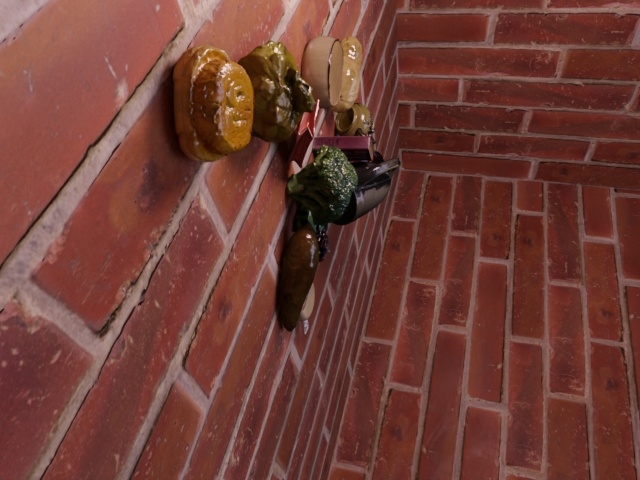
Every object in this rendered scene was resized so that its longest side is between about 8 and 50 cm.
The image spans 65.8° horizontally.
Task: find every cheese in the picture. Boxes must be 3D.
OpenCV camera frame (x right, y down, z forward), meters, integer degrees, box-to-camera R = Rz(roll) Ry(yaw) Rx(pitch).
[{"bbox_3d":[-0.063,0.255,1.951,0.249,0.070,0.164,73,30,-55],"label":"cheese"}]

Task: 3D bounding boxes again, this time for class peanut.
[{"bbox_3d":[0.102,-0.674,2.002,0.147,0.147,0.319,30,71,-73],"label":"peanut"}]

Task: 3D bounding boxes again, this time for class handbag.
[{"bbox_3d":[-0.055,-0.342,1.581,0.212,0.059,0.158,127,-25,-67],"label":"handbag"}]

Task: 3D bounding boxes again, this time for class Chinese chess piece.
[{"bbox_3d":[0.013,-0.603,1.779,0.249,0.102,0.250,7,90,-76],"label":"Chinese chess piece"}]

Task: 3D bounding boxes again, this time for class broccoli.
[{"bbox_3d":[0.009,-0.192,1.707,0.269,0.241,0.262,66,26,-69],"label":"broccoli"}]

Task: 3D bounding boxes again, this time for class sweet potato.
[{"bbox_3d":[-0.084,0.144,1.743,0.130,0.130,0.423,-33,135,-70],"label":"sweet potato"}]

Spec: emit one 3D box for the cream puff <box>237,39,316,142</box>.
[{"bbox_3d":[-0.103,-0.391,1.306,0.282,0.185,0.282,11,90,-75],"label":"cream puff"}]

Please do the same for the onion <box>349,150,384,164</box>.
[{"bbox_3d":[0.174,-0.336,2.280,0.281,0.221,0.281,39,35,-33],"label":"onion"}]

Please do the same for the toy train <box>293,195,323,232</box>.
[{"bbox_3d":[-0.038,-0.116,1.856,0.132,0.083,0.200,12,80,-66],"label":"toy train"}]

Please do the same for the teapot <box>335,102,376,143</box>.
[{"bbox_3d":[0.176,-0.505,2.198,0.182,0.269,0.173,12,125,-41],"label":"teapot"}]

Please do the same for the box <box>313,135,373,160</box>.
[{"bbox_3d":[0.092,-0.360,1.942,0.120,0.223,0.069,53,41,-71],"label":"box"}]

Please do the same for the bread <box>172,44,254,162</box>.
[{"bbox_3d":[-0.224,-0.281,1.033,0.198,0.120,0.236,-40,134,-65],"label":"bread"}]

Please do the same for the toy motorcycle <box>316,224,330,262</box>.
[{"bbox_3d":[0.001,0.000,2.044,0.122,0.082,0.213,68,30,-64],"label":"toy motorcycle"}]

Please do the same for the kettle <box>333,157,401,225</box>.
[{"bbox_3d":[0.186,-0.239,2.026,0.324,0.228,0.321,-28,172,-41],"label":"kettle"}]
